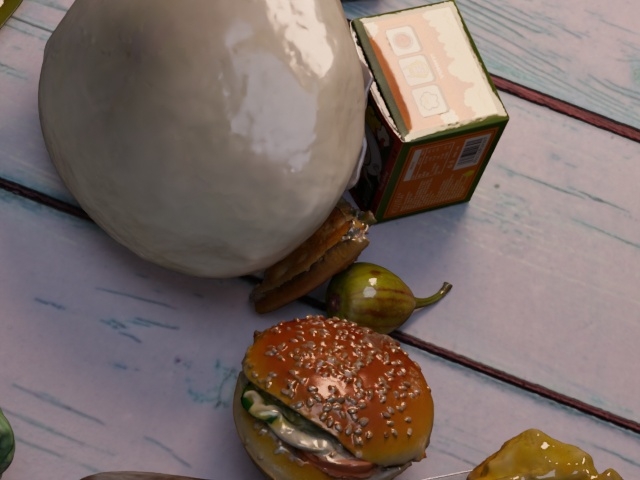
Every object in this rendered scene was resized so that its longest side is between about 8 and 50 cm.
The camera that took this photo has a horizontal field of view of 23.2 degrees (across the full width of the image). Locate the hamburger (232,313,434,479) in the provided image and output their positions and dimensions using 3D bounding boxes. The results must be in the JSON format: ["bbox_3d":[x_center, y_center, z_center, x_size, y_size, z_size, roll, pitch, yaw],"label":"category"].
[{"bbox_3d":[0.015,0.179,1.675,0.237,0.147,0.237,9,47,-9],"label":"hamburger"}]

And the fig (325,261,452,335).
[{"bbox_3d":[0.088,0.062,1.795,0.166,0.093,0.093,-11,64,-13],"label":"fig"}]

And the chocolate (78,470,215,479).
[{"bbox_3d":[-0.153,0.311,1.623,0.254,0.080,0.157,5,61,-7],"label":"chocolate"}]

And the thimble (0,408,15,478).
[{"bbox_3d":[-0.428,0.204,1.566,0.219,0.219,0.150,-28,68,-22],"label":"thimble"}]

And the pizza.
[{"bbox_3d":[0.000,0.000,1.814,0.052,0.185,0.195,46,30,-22],"label":"pizza"}]

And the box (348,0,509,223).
[{"bbox_3d":[0.106,-0.150,1.853,0.148,0.195,0.177,-15,66,-17],"label":"box"}]

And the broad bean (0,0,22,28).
[{"bbox_3d":[-0.435,-0.263,1.899,0.325,0.067,0.075,-53,123,-28],"label":"broad bean"}]

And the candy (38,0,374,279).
[{"bbox_3d":[-0.133,-0.158,1.746,0.386,0.186,0.427,-35,67,12],"label":"candy"}]

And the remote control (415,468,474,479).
[{"bbox_3d":[0.135,0.308,1.701,0.250,0.034,0.103,-8,63,-13],"label":"remote control"}]

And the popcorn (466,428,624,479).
[{"bbox_3d":[0.253,0.347,1.577,0.265,0.225,0.332,-1,53,-17],"label":"popcorn"}]
